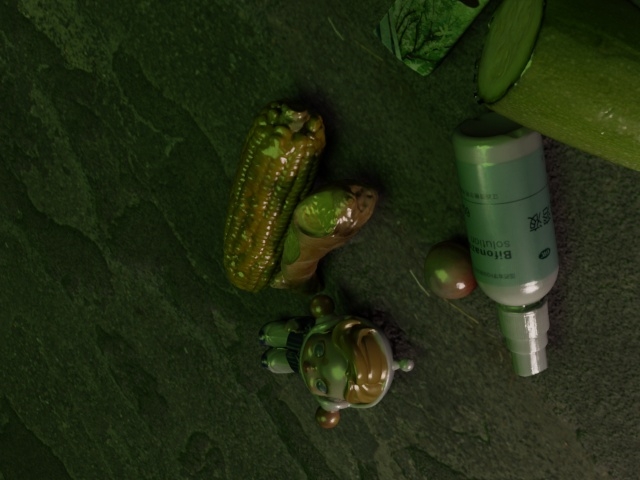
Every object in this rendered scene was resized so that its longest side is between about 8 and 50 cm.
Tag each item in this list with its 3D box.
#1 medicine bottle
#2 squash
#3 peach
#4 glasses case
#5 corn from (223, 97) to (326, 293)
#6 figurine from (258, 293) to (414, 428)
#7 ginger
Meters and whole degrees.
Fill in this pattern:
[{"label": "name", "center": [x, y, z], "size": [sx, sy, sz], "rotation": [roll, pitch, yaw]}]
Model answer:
[{"label": "medicine bottle", "center": [0.247, 0.014, 1.647], "size": [0.110, 0.110, 0.351], "rotation": [8, 121, 39]}, {"label": "squash", "center": [0.331, -0.193, 1.504], "size": [0.261, 0.189, 0.189], "rotation": [17, 137, -13]}, {"label": "peach", "center": [0.180, 0.040, 1.751], "size": [0.083, 0.083, 0.083], "rotation": [22, 129, 30]}, {"label": "glasses case", "center": [0.167, -0.314, 1.529], "size": [0.095, 0.062, 0.272], "rotation": [37, 137, -2]}, {"label": "corn", "center": [-0.075, -0.061, 1.886], "size": [0.120, 0.120, 0.363], "rotation": [36, 136, 19]}, {"label": "figurine", "center": [0.010, 0.188, 1.972], "size": [0.274, 0.133, 0.193], "rotation": [-31, 71, 54]}, {"label": "ginger", "center": [0.000, 0.000, 1.870], "size": [0.086, 0.131, 0.294], "rotation": [51, 152, 16]}]
